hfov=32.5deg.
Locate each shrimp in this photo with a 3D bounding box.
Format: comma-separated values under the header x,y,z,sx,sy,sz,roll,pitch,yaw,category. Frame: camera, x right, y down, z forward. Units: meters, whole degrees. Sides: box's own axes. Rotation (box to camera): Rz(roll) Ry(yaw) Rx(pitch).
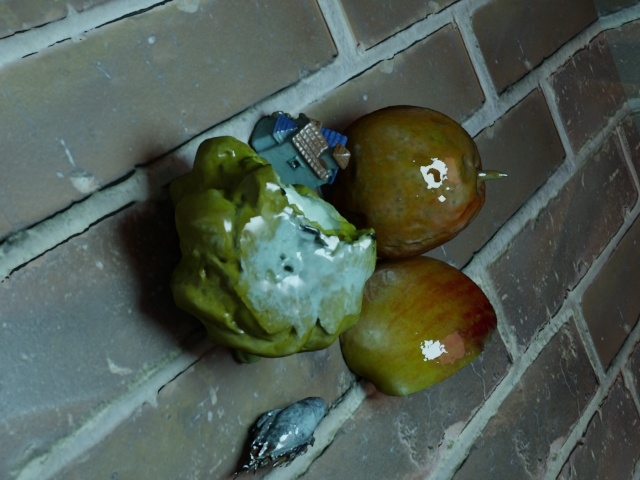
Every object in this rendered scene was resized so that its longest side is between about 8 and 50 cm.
x,y,z,sx,sy,sz,roll,pitch,yaw,category
-0.065,0.300,1.670,0.090,0.079,0.233,42,38,14,shrimp

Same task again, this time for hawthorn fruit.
x,y,z,sx,sy,sz,roll,pitch,yaw,category
0.176,-0.108,1.921,0.277,0.298,0.276,-1,90,-73,hawthorn fruit

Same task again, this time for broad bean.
x,y,z,sx,sy,sz,roll,pitch,yaw,category
-0.104,0.152,1.691,0.063,0.045,0.083,58,32,-24,broad bean

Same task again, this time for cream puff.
x,y,z,sx,sy,sz,roll,pitch,yaw,category
-0.099,0.023,1.607,0.323,0.270,0.274,35,83,-30,cream puff

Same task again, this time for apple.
x,y,z,sx,sy,sz,roll,pitch,yaw,category
0.179,0.134,1.976,0.254,0.179,0.346,36,41,7,apple

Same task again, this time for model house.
x,y,z,sx,sy,sz,roll,pitch,yaw,category
-0.013,-0.155,1.820,0.148,0.149,0.119,53,41,-31,model house
